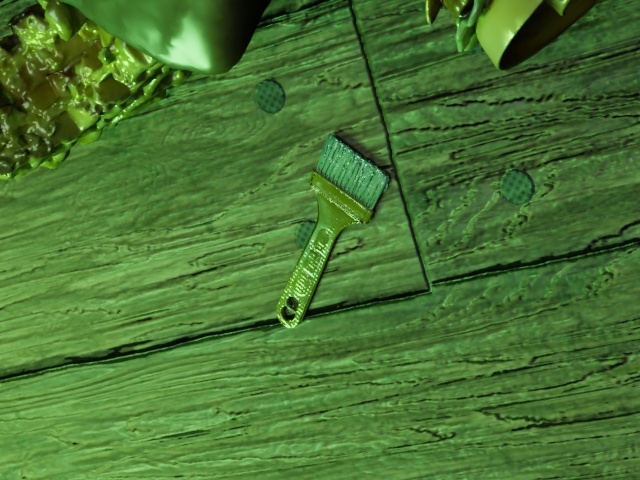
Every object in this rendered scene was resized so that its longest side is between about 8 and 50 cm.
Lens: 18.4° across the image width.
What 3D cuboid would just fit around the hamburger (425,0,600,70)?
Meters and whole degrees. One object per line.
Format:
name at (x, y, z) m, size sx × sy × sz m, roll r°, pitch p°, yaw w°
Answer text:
hamburger at (0.176, -0.306, 1.729) m, size 0.212 × 0.274 × 0.274 m, roll 48°, pitch 121°, yaw 9°

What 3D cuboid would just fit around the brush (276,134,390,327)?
brush at (0.000, 0.000, 2.070) m, size 0.082 × 0.010 × 0.218 m, roll 35°, pitch 118°, yaw 20°

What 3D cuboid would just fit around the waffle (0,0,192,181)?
waffle at (-0.241, -0.192, 2.023) m, size 0.324 × 0.261 × 0.151 m, roll -32°, pitch 92°, yaw 36°

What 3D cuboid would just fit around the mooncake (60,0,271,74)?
mooncake at (-0.060, -0.325, 1.792) m, size 0.246 × 0.394 × 0.393 m, roll 31°, pitch 85°, yaw 20°
